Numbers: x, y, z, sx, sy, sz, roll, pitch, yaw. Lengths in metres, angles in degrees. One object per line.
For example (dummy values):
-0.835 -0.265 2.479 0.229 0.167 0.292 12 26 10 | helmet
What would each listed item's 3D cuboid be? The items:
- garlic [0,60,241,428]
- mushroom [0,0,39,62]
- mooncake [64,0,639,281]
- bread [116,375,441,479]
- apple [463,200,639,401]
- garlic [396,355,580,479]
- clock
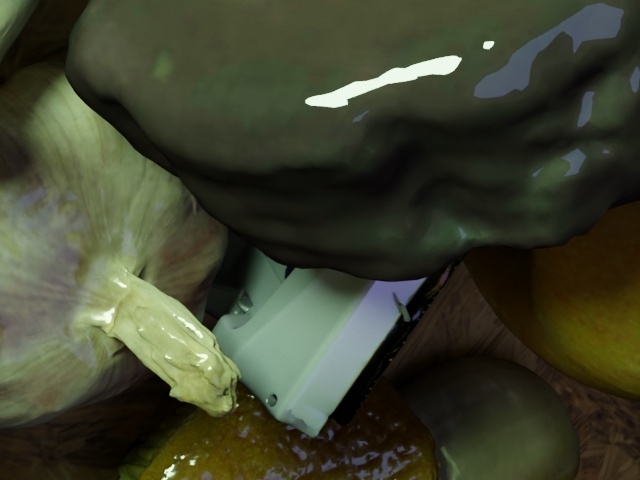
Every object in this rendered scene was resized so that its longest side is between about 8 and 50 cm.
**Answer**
-0.142 0.033 0.924 0.245 0.253 0.245 -28 137 -29 | garlic
-0.157 -0.225 0.778 0.126 0.177 0.397 13 116 -51 | mushroom
0.060 -0.160 0.832 0.381 0.350 0.212 -56 141 -13 | mooncake
-0.032 0.210 1.158 0.253 0.142 0.227 -34 93 -14 | bread
0.254 -0.061 1.049 0.333 0.400 0.400 -35 136 -2 | apple
0.089 0.240 1.330 0.338 0.151 0.196 -34 148 -10 | garlic
0.000 0.000 1.010 0.083 0.253 0.186 28 101 -25 | clock
